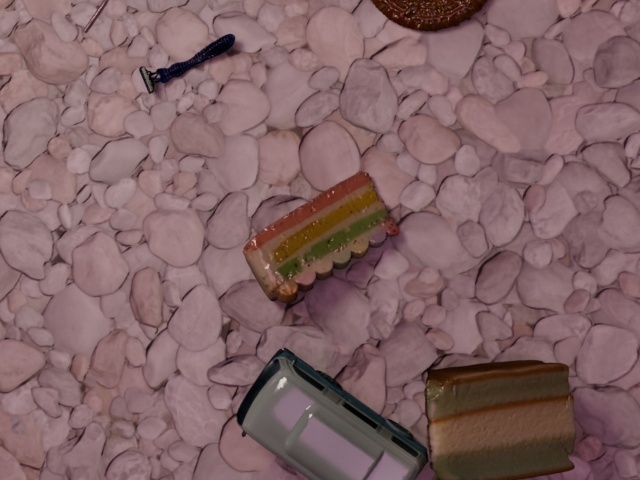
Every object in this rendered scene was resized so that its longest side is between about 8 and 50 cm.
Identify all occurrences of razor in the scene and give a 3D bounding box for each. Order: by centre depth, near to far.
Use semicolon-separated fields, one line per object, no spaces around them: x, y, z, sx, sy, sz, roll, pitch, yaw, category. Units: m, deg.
-0.195;-0.271;1.752;0.155;0.028;0.044;-26;80;6;razor

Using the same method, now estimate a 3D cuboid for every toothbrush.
-0.335;-0.359;1.783;0.006;0.008;0.097;36;93;21;toothbrush

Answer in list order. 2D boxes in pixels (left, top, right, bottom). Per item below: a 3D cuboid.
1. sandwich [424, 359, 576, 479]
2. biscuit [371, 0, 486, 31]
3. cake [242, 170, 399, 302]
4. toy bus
0.245;0.243;1.577;0.198;0.227;0.155;-5;87;7;sandwich
0.149;-0.373;1.716;0.206;0.025;0.126;18;90;8;biscuit
-0.003;-0.002;1.690;0.225;0.090;0.109;-33;80;4;cake
0.011;0.275;1.635;0.271;0.165;0.133;34;92;7;toy bus
